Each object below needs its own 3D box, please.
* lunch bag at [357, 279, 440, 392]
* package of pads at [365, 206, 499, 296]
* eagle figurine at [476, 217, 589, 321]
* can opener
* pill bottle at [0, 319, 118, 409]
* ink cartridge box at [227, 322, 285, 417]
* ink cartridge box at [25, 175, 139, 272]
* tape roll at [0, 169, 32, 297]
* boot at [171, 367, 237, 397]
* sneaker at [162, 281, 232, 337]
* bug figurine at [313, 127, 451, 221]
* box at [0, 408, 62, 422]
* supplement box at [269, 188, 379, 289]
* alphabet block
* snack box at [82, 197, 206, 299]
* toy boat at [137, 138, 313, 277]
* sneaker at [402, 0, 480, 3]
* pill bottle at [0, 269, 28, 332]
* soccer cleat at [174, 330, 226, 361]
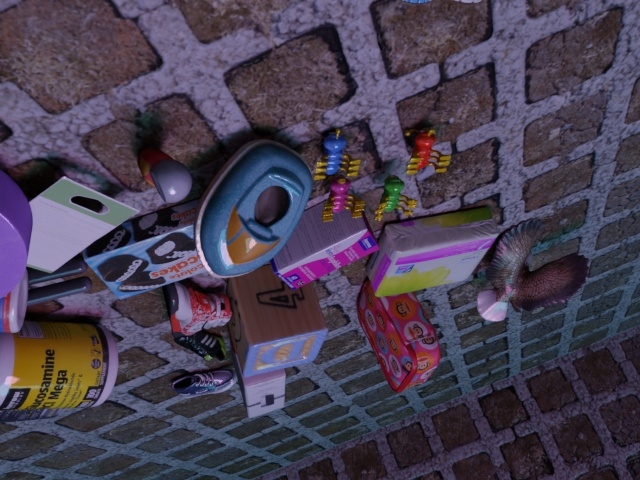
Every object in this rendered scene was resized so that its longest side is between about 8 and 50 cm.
[{"bbox_3d":[0.205,0.257,1.828,0.120,0.293,0.258,-15,151,-18],"label":"lunch bag"},{"bbox_3d":[0.278,0.035,1.688,0.296,0.101,0.229,-9,149,-18],"label":"package of pads"},{"bbox_3d":[0.583,0.094,1.909,0.226,0.225,0.298,0,158,-14],"label":"eagle figurine"},{"bbox_3d":[-0.592,0.096,1.295,0.283,0.076,0.095,-14,-177,-13],"label":"can opener"},{"bbox_3d":[-0.622,0.264,1.414,0.333,0.188,0.188,11,139,-44],"label":"pill bottle"},{"bbox_3d":[-0.175,0.345,1.829,0.114,0.197,0.273,-13,151,-13],"label":"ink cartridge box"},{"bbox_3d":[-0.458,-0.037,1.143,0.235,0.056,0.171,-33,149,18],"label":"ink cartridge box"},{"bbox_3d":[-0.585,-0.011,1.001,0.274,0.090,0.275,-8,137,-8],"label":"tape roll"},{"bbox_3d":[-0.346,0.424,1.988,0.189,0.069,0.086,-20,154,3],"label":"boot"},{"bbox_3d":[-0.280,0.141,1.523,0.144,0.090,0.270,-13,157,-14],"label":"sneaker"},{"bbox_3d":[0.102,-0.131,1.296,0.278,0.072,0.216,-4,135,-21],"label":"bug figurine"},{"bbox_3d":[-0.735,0.391,1.698,0.183,0.056,0.231,5,143,-39],"label":"box"},{"bbox_3d":[0.000,0.000,1.441,0.219,0.114,0.111,-27,150,8],"label":"supplement box"},{"bbox_3d":[-0.112,0.186,1.599,0.193,0.197,0.192,-9,149,-20],"label":"alphabet block"},{"bbox_3d":[-0.283,0.009,1.327,0.321,0.060,0.187,-18,151,-4],"label":"snack box"},{"bbox_3d":[-0.162,-0.064,1.134,0.318,0.148,0.268,24,99,-37],"label":"toy boat"},{"bbox_3d":[0.165,-0.387,0.940,0.190,0.071,0.083,-15,146,-28],"label":"sneaker"},{"bbox_3d":[-0.641,0.097,1.167,0.221,0.124,0.124,5,145,-14],"label":"pill bottle"},{"bbox_3d":[-0.312,0.279,1.759,0.060,0.072,0.178,-33,149,22],"label":"soccer cleat"}]
